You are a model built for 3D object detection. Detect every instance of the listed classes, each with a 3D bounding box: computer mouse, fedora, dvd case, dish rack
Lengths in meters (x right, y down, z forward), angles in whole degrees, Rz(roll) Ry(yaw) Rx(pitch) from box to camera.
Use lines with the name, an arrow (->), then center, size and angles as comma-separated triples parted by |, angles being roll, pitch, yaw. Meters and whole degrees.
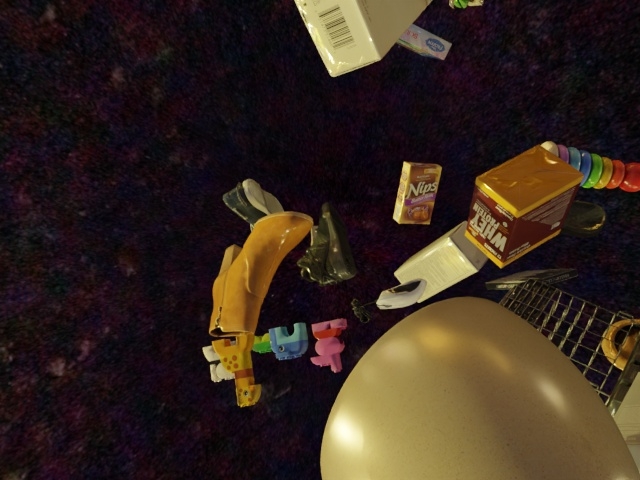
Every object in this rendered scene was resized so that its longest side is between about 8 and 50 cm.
computer mouse -> 0.172, 0.146, 1.187 | 0.192, 0.106, 0.042 | -21, 54, 0
fedora -> 0.888, 0.308, 1.375 | 0.194, 0.194, 0.079 | -25, 123, 1
dvd case -> 0.694, 0.129, 1.641 | 0.179, 0.238, 0.030 | -13, 88, -18
dish rack -> 0.455, 0.186, 0.905 | 0.271, 0.074, 0.208 | 26, 51, 33

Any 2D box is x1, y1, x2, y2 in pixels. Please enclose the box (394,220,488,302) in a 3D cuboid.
box -> 0.409, 0.078, 1.673 | 0.148, 0.311, 0.121 | 51, 52, 2

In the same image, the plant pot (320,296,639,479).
plant pot -> 0.168, 0.218, 0.456 | 0.284, 0.191, 0.284 | -8, 109, -26

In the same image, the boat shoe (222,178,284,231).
boat shoe -> -0.147, -0.065, 1.189 | 0.079, 0.254, 0.095 | -21, 71, 11

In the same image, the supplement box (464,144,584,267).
supplement box -> 0.458, -0.076, 1.133 | 0.191, 0.194, 0.129 | -27, 52, -16

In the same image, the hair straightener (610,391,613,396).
hair straightener -> 0.855, 0.350, 1.267 | 0.089, 0.047, 0.230 | 43, 83, 9

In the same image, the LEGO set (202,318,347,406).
LEGO set -> -0.075, 0.176, 0.686 | 0.227, 0.087, 0.093 | -15, 75, 18

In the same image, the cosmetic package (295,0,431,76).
cosmetic package -> 0.092, -0.452, 0.917 | 0.113, 0.309, 0.160 | -6, 127, 39

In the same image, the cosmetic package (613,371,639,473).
cosmetic package -> 0.469, 0.271, 0.655 | 0.238, 0.107, 0.127 | -18, 87, -43

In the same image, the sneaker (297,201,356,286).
sneaker -> 0.001, 0.013, 1.153 | 0.130, 0.087, 0.228 | -27, 49, 22

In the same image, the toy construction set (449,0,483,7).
toy construction set -> 0.352, -0.696, 1.277 | 0.257, 0.309, 0.237 | 12, 91, 18

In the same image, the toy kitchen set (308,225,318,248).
toy kitchen set -> 0.000, 0.000, 1.551 | 0.068, 0.083, 0.075 | -2, 77, -13

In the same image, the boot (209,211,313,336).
boot -> -0.121, 0.081, 0.989 | 0.104, 0.295, 0.211 | 24, 54, -34

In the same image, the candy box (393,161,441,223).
candy box -> 0.297, -0.145, 1.521 | 0.109, 0.053, 0.187 | 0, 112, -17

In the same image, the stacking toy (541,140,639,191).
stacking toy -> 0.847, -0.218, 1.539 | 0.330, 0.141, 0.141 | 9, 89, 3

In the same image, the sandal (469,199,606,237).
sandal -> 0.752, -0.124, 1.734 | 0.445, 0.107, 0.168 | 10, 60, 30

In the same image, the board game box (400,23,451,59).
board game box -> 0.298, -0.781, 1.849 | 0.317, 0.319, 0.066 | 22, 110, -11
